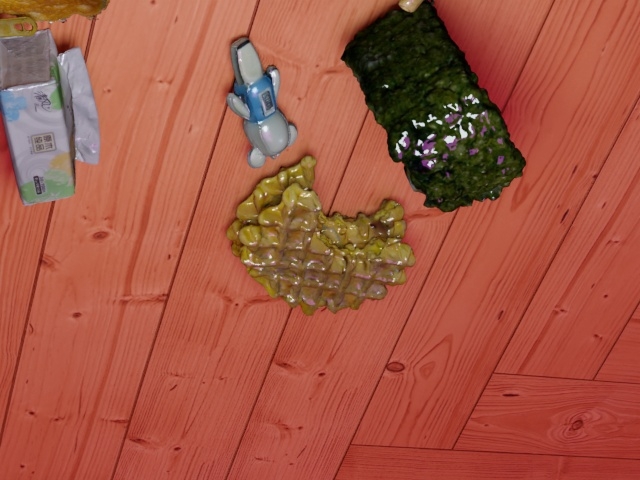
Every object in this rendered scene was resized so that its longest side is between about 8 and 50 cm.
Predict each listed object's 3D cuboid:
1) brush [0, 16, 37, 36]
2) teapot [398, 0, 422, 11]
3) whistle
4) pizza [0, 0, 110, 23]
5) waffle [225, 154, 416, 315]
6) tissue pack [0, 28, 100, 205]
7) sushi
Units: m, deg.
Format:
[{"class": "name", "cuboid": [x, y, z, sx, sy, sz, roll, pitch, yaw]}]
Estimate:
[{"class": "brush", "cuboid": [-0.539, -0.320, 1.989, 0.218, 0.010, 0.082, -2, 133, 6]}, {"class": "teapot", "cuboid": [0.226, -0.474, 1.975, 0.311, 0.167, 0.203, -45, 134, 17]}, {"class": "whistle", "cuboid": [-0.107, -0.234, 2.175, 0.114, 0.077, 0.236, -36, 131, -23]}, {"class": "pizza", "cuboid": [-0.418, -0.383, 1.959, 0.226, 0.069, 0.147, -6, 165, 11]}, {"class": "waffle", "cuboid": [0.000, 0.000, 2.356, 0.324, 0.151, 0.261, 28, 123, -29]}, {"class": "tissue pack", "cuboid": [-0.427, -0.197, 2.060, 0.145, 0.159, 0.229, -9, 132, -8]}, {"class": "sushi", "cuboid": [0.184, -0.201, 2.093, 0.178, 0.352, 0.294, -29, 132, 7]}]
